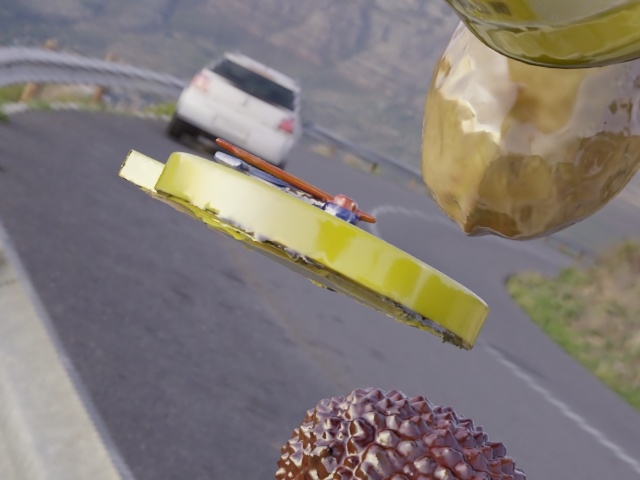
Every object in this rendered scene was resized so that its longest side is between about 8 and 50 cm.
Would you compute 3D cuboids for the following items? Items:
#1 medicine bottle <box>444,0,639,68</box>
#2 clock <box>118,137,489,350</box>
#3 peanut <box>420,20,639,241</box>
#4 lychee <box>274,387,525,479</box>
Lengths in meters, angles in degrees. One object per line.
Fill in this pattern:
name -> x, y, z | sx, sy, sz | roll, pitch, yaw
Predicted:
medicine bottle -> 0.032, -0.148, 0.307 | 0.212, 0.122, 0.122 | 43, -7, -36
clock -> 0.003, -0.003, 1.047 | 0.293, 0.071, 0.277 | 24, -4, 45
peanut -> 0.113, -0.085, 0.539 | 0.095, 0.226, 0.108 | 27, -35, 14
lychee -> 0.034, 0.128, 0.588 | 0.129, 0.123, 0.123 | 42, 8, 12
